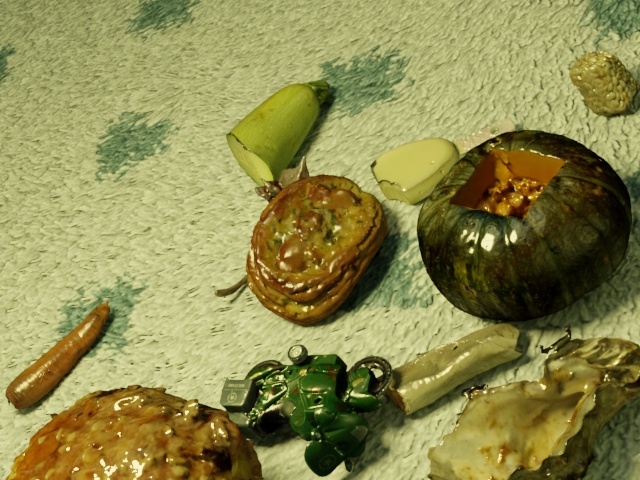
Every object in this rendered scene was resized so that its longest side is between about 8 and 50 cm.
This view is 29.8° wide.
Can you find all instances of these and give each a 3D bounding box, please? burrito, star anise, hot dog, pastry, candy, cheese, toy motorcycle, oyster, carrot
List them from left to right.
[{"bbox_3d":[-0.448,0.199,2.090,0.059,0.059,0.248,24,62,43],"label":"carrot"},{"bbox_3d":[-0.263,0.355,1.663,0.405,0.292,0.337,-22,31,26],"label":"pastry"},{"bbox_3d":[-0.073,-0.014,2.060,0.219,0.148,0.227,2,72,-11],"label":"star anise"},{"bbox_3d":[-0.028,0.249,1.747,0.275,0.125,0.187,-4,52,34],"label":"toy motorcycle"},{"bbox_3d":[0.000,0.000,1.968,0.196,0.122,0.272,28,63,16],"label":"hot dog"},{"bbox_3d":[0.212,-0.142,2.044,0.255,0.050,0.127,-24,41,7],"label":"cheese"},{"bbox_3d":[0.185,0.182,1.731,0.226,0.060,0.087,-27,33,6],"label":"burrito"},{"bbox_3d":[0.290,0.231,1.570,0.337,0.133,0.198,-40,40,-14],"label":"oyster"},{"bbox_3d":[0.466,-0.259,1.978,0.095,0.110,0.085,1,49,52],"label":"candy"}]

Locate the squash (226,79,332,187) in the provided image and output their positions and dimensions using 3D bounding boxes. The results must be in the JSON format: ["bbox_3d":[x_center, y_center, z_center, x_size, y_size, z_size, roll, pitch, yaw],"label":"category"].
[{"bbox_3d":[-0.079,-0.226,2.249,0.137,0.137,0.287,4,48,33],"label":"squash"}]

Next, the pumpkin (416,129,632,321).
[{"bbox_3d":[0.298,-0.024,1.769,0.321,0.192,0.320,-15,45,15],"label":"pumpkin"}]
